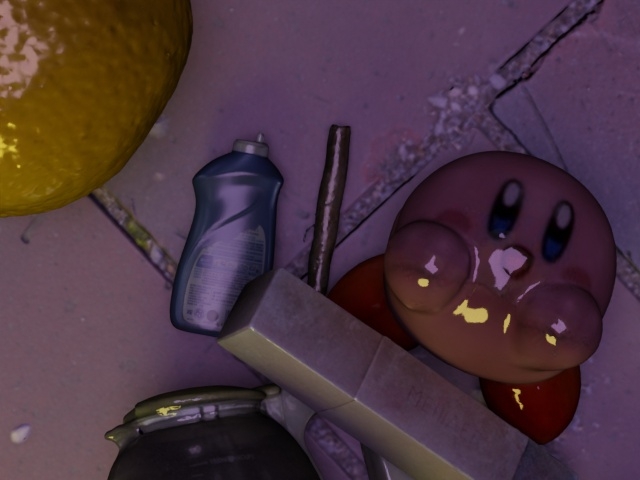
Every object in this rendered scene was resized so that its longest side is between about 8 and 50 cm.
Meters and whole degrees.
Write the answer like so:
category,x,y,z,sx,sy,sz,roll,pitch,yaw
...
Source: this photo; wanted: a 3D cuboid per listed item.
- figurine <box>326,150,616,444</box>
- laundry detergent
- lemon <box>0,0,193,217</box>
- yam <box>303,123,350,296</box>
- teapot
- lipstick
category,x,y,z,sx,sy,sz,roll,pitch,yaw
figurine,0.165,0.027,1.725,0.270,0.261,0.211,25,65,2
laundry detergent,-0.087,-0.007,1.793,0.097,0.061,0.206,11,92,4
lemon,-0.279,-0.183,1.672,0.336,0.336,0.336,0,92,2
yam,0.002,0.000,1.806,0.029,0.027,0.234,8,91,-28
teapot,-0.063,0.246,1.721,0.322,0.239,0.239,-12,79,7
lipstick,0.077,0.161,1.722,0.371,0.080,0.076,36,62,-16
